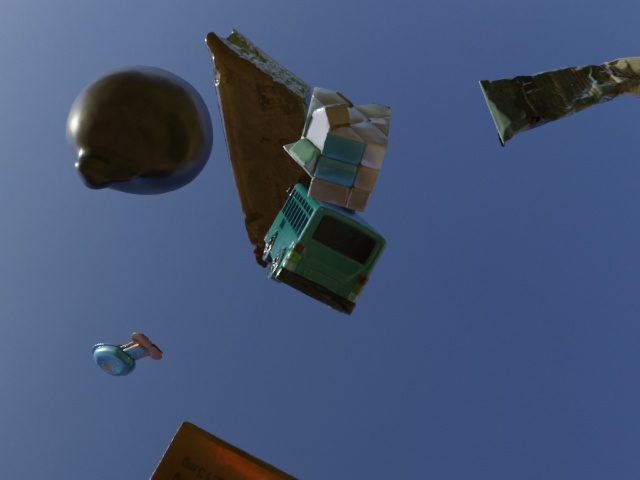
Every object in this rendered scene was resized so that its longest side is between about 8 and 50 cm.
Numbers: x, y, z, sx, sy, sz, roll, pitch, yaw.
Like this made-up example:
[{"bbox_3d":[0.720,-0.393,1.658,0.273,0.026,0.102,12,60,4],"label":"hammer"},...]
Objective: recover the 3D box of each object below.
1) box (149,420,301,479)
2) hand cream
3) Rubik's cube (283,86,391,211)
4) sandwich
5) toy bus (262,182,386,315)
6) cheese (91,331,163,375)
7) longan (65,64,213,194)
[{"bbox_3d":[0.009,0.357,0.838,0.415,0.264,0.116,27,-111,4],"label":"box"},{"bbox_3d":[0.309,-0.171,0.858,0.247,0.052,0.075,-15,-125,-6],"label":"hand cream"},{"bbox_3d":[0.010,-0.071,0.554,0.073,0.084,0.075,13,-67,-3],"label":"Rubik's cube"},{"bbox_3d":[-0.049,-0.107,0.814,0.096,0.094,0.258,-8,-78,12],"label":"sandwich"},{"bbox_3d":[0.000,0.000,0.696,0.079,0.160,0.092,28,-84,-13],"label":"toy bus"},{"bbox_3d":[-0.202,0.118,0.768,0.047,0.111,0.017,47,-135,-21],"label":"cheese"},{"bbox_3d":[-0.229,-0.130,0.935,0.184,0.159,0.204,19,-137,18],"label":"longan"}]
